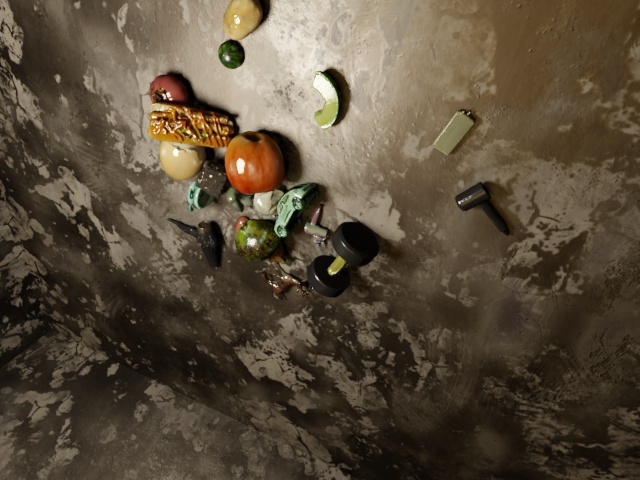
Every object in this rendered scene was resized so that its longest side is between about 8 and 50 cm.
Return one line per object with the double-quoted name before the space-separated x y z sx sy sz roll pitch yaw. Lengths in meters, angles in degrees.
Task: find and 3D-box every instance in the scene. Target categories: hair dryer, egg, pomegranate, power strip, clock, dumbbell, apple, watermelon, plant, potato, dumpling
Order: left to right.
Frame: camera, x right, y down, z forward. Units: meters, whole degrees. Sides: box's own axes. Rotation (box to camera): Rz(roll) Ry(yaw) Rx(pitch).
"egg" -0.624 -0.379 1.879 0.201 0.201 0.244 34 130 2
"hair dryer" -0.681 -0.025 2.227 0.360 0.120 0.303 27 143 20
"clock" -0.567 -0.222 1.961 0.060 0.188 0.148 20 125 12
"plant" -0.420 -0.245 1.883 0.275 0.149 0.146 31 122 -26
"watermelon" -0.356 -0.720 1.618 0.106 0.062 0.105 9 120 16
"potato" -0.285 -0.803 1.502 0.118 0.109 0.178 36 138 -28
"apple" -0.269 -0.323 1.727 0.242 0.242 0.240 9 122 20
"pomegranate" -0.266 0.003 1.986 0.222 0.277 0.203 5 88 53
"dumpling" -0.221 -0.174 1.881 0.181 0.155 0.111 139 116 -74
"hair dryer" -0.012 -0.092 1.874 0.106 0.054 0.154 15 122 10
"dumbbell" 0.093 0.088 1.839 0.204 0.203 0.322 36 129 0
"power strip" 0.472 -0.383 1.465 0.076 0.028 0.169 36 131 1
"hair dryer" 0.622 -0.102 1.566 0.114 0.070 0.248 -32 112 36

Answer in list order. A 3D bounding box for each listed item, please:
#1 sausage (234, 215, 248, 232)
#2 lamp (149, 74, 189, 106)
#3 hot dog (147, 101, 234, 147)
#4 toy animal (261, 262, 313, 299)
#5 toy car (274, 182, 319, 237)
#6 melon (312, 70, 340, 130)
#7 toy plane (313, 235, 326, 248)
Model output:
"sausage" -0.388 -0.075 2.052 0.054 0.059 0.094 29 126 -2
"lamp" -0.651 -0.612 1.780 0.182 0.140 0.182 16 129 21
"hot dog" -0.536 -0.475 1.731 0.349 0.117 0.158 7 97 -16
"toy animal" -0.167 0.217 2.140 0.260 0.087 0.243 41 142 -6
"toy car" -0.125 -0.142 1.840 0.125 0.136 0.305 42 131 6
"melon" 0.022 -0.523 1.569 0.118 0.064 0.209 22 130 10
"toy plane" 0.000 0.000 1.934 0.083 0.031 0.078 -30 105 38
